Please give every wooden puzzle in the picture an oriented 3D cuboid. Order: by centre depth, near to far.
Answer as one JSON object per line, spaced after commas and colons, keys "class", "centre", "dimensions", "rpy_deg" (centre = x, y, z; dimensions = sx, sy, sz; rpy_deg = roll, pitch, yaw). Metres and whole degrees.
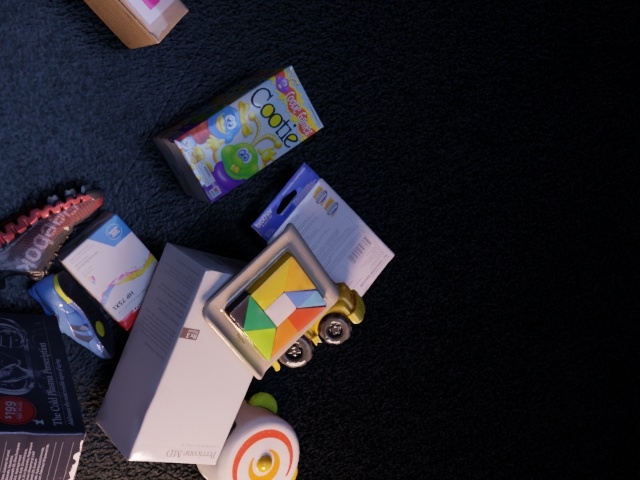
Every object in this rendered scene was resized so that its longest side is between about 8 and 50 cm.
{"class": "wooden puzzle", "centre": [-0.080, 0.118, 1.587], "dimensions": [0.238, 0.044, 0.221], "rpy_deg": [-47, 132, -14]}

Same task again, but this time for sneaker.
{"class": "sneaker", "centre": [-0.503, -0.006, 1.546], "dimensions": [0.276, 0.097, 0.135], "rpy_deg": [-32, 110, -18]}
{"class": "sneaker", "centre": [-0.466, 0.149, 1.616], "dimensions": [0.082, 0.069, 0.209], "rpy_deg": [-24, 121, 11]}

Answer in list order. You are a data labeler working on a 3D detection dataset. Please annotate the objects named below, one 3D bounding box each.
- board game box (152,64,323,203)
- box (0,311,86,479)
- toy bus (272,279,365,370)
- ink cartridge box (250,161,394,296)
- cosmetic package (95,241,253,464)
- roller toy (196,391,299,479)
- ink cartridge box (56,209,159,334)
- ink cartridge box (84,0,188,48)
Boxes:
{"class": "board game box", "centre": [-0.160, -0.210, 1.673], "dimensions": [0.275, 0.142, 0.144], "rpy_deg": [-37, 112, -19]}
{"class": "box", "centre": [-0.576, 0.271, 1.389], "dimensions": [0.312, 0.343, 0.179], "rpy_deg": [6, 115, -29]}
{"class": "toy bus", "centre": [-0.048, 0.123, 1.753], "dimensions": [0.220, 0.149, 0.211], "rpy_deg": [-30, 105, 11]}
{"class": "ink cartridge box", "centre": [0.000, 0.000, 1.835], "dimensions": [0.311, 0.065, 0.186], "rpy_deg": [45, 77, -28]}
{"class": "cosmetic package", "centre": [-0.244, 0.219, 1.630], "dimensions": [0.217, 0.156, 0.385], "rpy_deg": [15, 98, -43]}
{"class": "roller toy", "centre": [-0.146, 0.437, 1.759], "dimensions": [0.191, 0.146, 0.209], "rpy_deg": [-19, 111, -31]}
{"class": "ink cartridge box", "centre": [-0.374, 0.072, 1.636], "dimensions": [0.134, 0.078, 0.231], "rpy_deg": [-45, 115, -16]}
{"class": "ink cartridge box", "centre": [-0.363, -0.453, 1.503], "dimensions": [0.088, 0.193, 0.234], "rpy_deg": [-49, 116, -13]}
